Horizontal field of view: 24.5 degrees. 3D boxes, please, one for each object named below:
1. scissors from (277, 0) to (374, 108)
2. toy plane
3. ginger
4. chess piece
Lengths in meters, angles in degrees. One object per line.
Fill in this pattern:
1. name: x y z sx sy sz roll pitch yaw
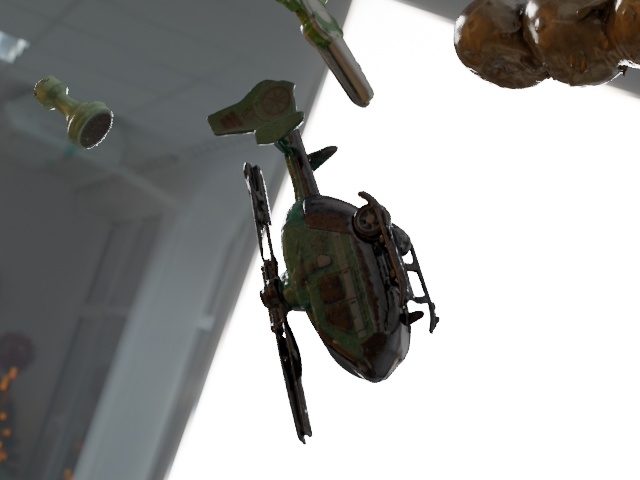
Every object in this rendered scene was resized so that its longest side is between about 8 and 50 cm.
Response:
1. scissors: -0.001 -0.227 1.584 0.101 0.027 0.204 -5 58 -49
2. toy plane: 0.000 0.000 1.410 0.155 0.382 0.106 -22 -24 12
3. ginger: 0.184 -0.151 1.031 0.204 0.104 0.080 -13 -41 37
4. chess piece: -0.330 -0.174 1.940 0.103 0.067 0.067 38 0 22
